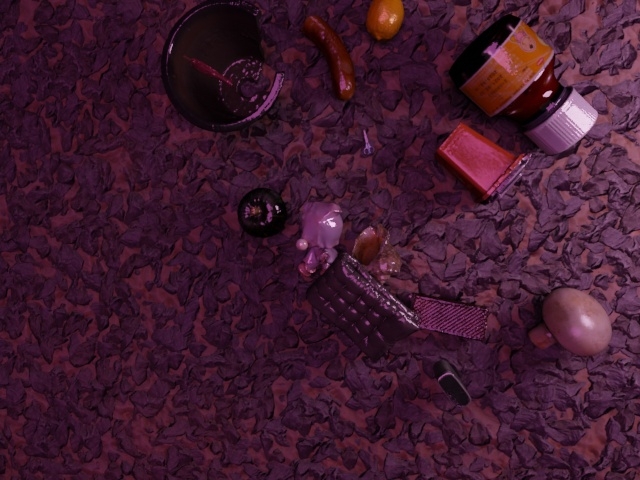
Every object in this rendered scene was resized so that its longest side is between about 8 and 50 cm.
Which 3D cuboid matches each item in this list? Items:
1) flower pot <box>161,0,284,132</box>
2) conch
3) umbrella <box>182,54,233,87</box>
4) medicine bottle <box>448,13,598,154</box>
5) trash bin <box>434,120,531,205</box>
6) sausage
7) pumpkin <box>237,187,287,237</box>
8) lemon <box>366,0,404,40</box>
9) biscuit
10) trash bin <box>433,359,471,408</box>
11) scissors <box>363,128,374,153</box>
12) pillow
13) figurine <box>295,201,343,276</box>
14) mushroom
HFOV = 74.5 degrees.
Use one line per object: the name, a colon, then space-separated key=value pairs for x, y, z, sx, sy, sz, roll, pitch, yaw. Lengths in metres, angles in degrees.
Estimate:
flower pot: x=-0.275 y=-0.506 z=1.316 sx=0.380 sy=0.251 sz=0.379 roll=1 pitch=95 yaw=8
conch: x=0.175 y=0.041 z=1.332 sx=0.156 sy=0.130 sz=0.207 roll=3 pitch=74 yaw=-17
umbrella: x=-0.316 y=-0.480 z=1.189 sx=0.165 sy=0.025 sz=0.027 roll=32 pitch=79 yaw=3
medicine bottle: x=0.588 y=-0.433 z=1.213 sx=0.395 sy=0.242 sz=0.242 roll=38 pitch=97 yaw=-9
trash bin: x=0.478 y=-0.243 z=1.265 sx=0.239 sy=0.161 sz=0.184 roll=43 pitch=97 yaw=8
sausage: x=0.036 y=-0.596 z=1.355 sx=0.103 sy=0.076 sz=0.302 roll=-30 pitch=87 yaw=16
pumpkin: x=-0.193 y=-0.088 z=1.385 sx=0.167 sy=0.125 sz=0.167 roll=2 pitch=111 yaw=4
lemon: x=0.202 y=-0.699 z=1.309 sx=0.114 sy=0.114 sz=0.155 roll=21 pitch=94 yaw=7
biscuit: x=0.398 y=0.238 z=1.338 sx=0.252 sy=0.070 sz=0.106 roll=11 pitch=93 yaw=8
trash bin: x=0.408 y=0.445 z=1.314 sx=0.059 sy=0.130 sz=0.116 roll=-37 pitch=86 yaw=8
scissors: x=0.152 y=-0.325 z=1.383 sx=0.036 sy=0.006 sz=0.083 roll=-14 pitch=90 yaw=10
pillow: x=0.124 y=0.212 z=1.308 sx=0.326 sy=0.101 sz=0.228 roll=40 pitch=125 yaw=0
figurine: x=0.000 y=-0.001 z=1.334 sx=0.133 sy=0.200 sz=0.275 roll=18 pitch=124 yaw=23
mushroom: x=0.740 y=0.255 z=1.238 sx=0.207 sy=0.206 sz=0.209 roll=14 pitch=116 yaw=8
